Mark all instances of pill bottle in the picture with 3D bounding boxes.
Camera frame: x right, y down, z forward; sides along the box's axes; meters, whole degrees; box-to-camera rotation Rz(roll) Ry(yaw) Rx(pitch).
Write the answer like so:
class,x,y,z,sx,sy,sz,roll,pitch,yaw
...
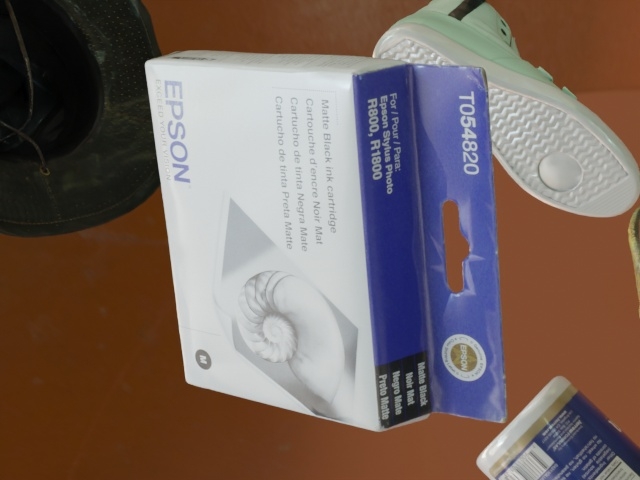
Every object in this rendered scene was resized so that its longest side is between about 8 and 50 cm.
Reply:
class,x,y,z,sx,sy,sz,roll,pitch,yaw
pill bottle,0.204,0.188,1.104,0.169,0.094,0.094,44,86,9

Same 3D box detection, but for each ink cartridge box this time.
class,x,y,z,sx,sy,sz,roll,pitch,yaw
ink cartridge box,0.000,0.000,0.907,0.224,0.045,0.223,7,111,36

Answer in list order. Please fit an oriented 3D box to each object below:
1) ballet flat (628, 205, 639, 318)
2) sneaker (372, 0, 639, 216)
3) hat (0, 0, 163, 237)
class,x,y,z,sx,sy,sz,roll,pitch,yaw
ballet flat,0.266,0.079,0.925,0.123,0.123,0.348,-31,27,1
sneaker,0.182,-0.131,1.320,0.256,0.151,0.094,35,126,3
hat,-0.283,-0.125,1.277,0.134,0.331,0.331,-31,65,42
